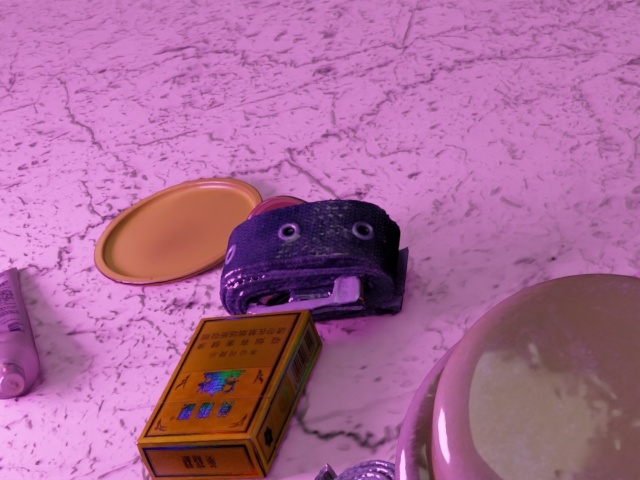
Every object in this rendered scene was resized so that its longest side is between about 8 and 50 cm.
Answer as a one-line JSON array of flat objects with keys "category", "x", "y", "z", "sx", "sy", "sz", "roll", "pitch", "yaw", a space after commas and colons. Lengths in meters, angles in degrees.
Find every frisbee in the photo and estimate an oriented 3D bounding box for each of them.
[{"category": "frisbee", "x": -0.185, "y": -0.011, "z": 2.289, "sx": 0.236, "sy": 0.017, "sz": 0.236, "roll": -14, "pitch": 32, "yaw": 9}]

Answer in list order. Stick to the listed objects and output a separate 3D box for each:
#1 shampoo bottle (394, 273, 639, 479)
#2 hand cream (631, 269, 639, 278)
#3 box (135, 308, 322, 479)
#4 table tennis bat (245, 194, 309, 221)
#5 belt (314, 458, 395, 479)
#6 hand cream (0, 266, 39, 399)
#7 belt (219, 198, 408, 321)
[{"category": "shampoo bottle", "x": 0.222, "y": 0.204, "z": 1.407, "sx": 0.323, "sy": 0.317, "sz": 0.322, "roll": -3, "pitch": 56, "yaw": 4}, {"category": "hand cream", "x": 0.359, "y": 0.061, "z": 1.841, "sx": 0.336, "sy": 0.076, "sz": 0.121, "roll": -34, "pitch": 28, "yaw": -10}, {"category": "box", "x": -0.097, "y": 0.169, "z": 1.919, "sx": 0.141, "sy": 0.064, "sz": 0.220, "roll": -5, "pitch": 32, "yaw": 22}, {"category": "table tennis bat", "x": 0.000, "y": 0.000, "z": 2.155, "sx": 0.170, "sy": 0.107, "sz": 0.119, "roll": 15, "pitch": 11, "yaw": 14}, {"category": "belt", "x": 0.048, "y": 0.284, "z": 1.642, "sx": 0.148, "sy": 0.082, "sz": 0.163, "roll": -12, "pitch": 34, "yaw": 33}, {"category": "hand cream", "x": -0.413, "y": 0.117, "z": 2.192, "sx": 0.124, "sy": 0.077, "sz": 0.340, "roll": -26, "pitch": 24, "yaw": -9}, {"category": "belt", "x": -0.016, "y": 0.038, "z": 2.018, "sx": 0.218, "sy": 0.122, "sz": 0.128, "roll": -8, "pitch": 47, "yaw": 22}]
